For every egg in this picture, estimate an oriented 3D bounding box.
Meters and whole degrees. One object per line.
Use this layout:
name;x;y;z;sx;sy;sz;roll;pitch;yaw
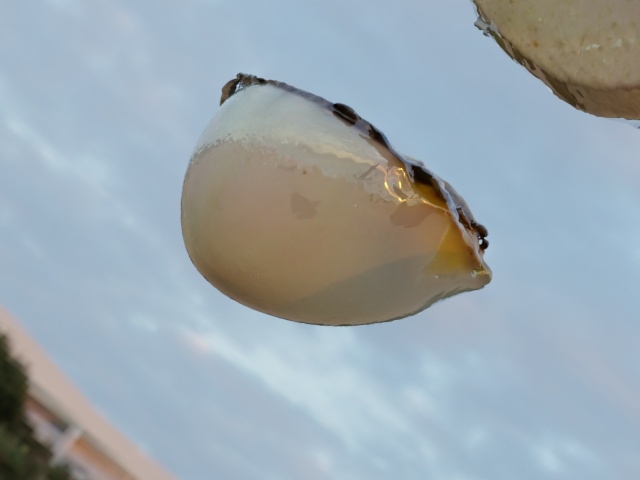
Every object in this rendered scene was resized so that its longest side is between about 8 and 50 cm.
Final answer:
egg;-0.003;0.000;1.772;0.286;0.174;0.264;36;-16;-14

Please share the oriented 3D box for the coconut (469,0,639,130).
coconut;0.333;-0.252;1.551;0.404;0.404;0.404;34;-16;12
